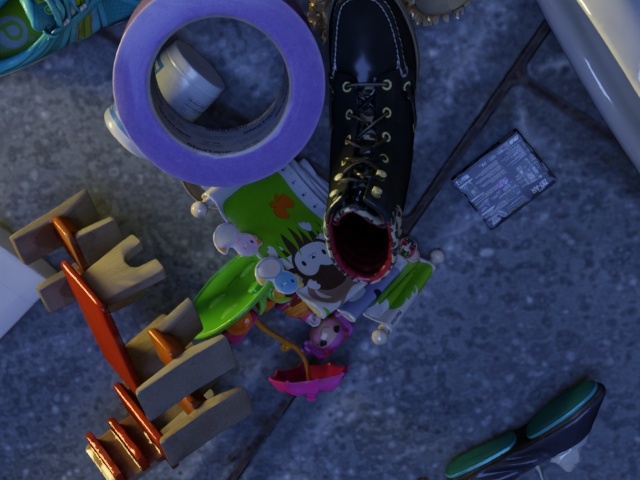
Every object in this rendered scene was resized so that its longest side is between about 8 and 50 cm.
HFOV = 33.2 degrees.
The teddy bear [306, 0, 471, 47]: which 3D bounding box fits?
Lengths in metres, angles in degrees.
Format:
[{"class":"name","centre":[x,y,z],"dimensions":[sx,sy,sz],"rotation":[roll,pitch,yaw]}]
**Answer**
[{"class":"teddy bear","centre":[0.036,-0.343,0.977],"dimensions":[0.245,0.113,0.338],"rotation":[-28,109,20]}]

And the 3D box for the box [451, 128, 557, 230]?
[{"class":"box","centre":[0.184,-0.061,1.078],"dimensions":[0.083,0.018,0.067],"rotation":[-39,99,14]}]

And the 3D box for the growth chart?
[{"class":"growth chart","centre":[0.000,0.000,1.050],"dimensions":[0.237,0.172,0.021],"rotation":[37,137,-4]}]

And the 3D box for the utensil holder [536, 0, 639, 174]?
[{"class":"utensil holder","centre":[0.399,-0.219,0.856],"dimensions":[0.385,0.327,0.328],"rotation":[-32,101,11]}]

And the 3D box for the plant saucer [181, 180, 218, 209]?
[{"class":"plant saucer","centre":[-0.103,-0.074,1.103],"dimensions":[0.083,0.015,0.083],"rotation":[1,107,5]}]

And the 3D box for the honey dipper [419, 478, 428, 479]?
[{"class":"honey dipper","centre":[0.129,0.340,1.197],"dimensions":[0.030,0.030,0.161],"rotation":[-9,102,8]}]

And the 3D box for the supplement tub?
[{"class":"supplement tub","centre":[-0.155,-0.137,1.061],"dimensions":[0.071,0.071,0.107],"rotation":[44,105,-8]}]

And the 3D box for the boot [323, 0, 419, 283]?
[{"class":"boot","centre":[0.044,-0.097,0.968],"dimensions":[0.085,0.179,0.236],"rotation":[0,128,9]}]

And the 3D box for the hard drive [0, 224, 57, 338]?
[{"class":"hard drive","centre":[-0.486,0.086,1.145],"dimensions":[0.233,0.047,0.353],"rotation":[41,105,-21]}]

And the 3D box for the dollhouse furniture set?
[{"class":"dollhouse furniture set","centre":[-0.192,0.123,1.045],"dimensions":[0.135,0.262,0.259],"rotation":[-34,140,-19]}]

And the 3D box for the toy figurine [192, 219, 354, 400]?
[{"class":"toy figurine","centre":[-0.026,0.085,1.111],"dimensions":[0.173,0.130,0.159],"rotation":[-47,113,-9]}]

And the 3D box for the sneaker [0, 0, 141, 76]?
[{"class":"sneaker","centre":[-0.237,-0.230,1.019],"dimensions":[0.275,0.110,0.107],"rotation":[-32,108,13]}]

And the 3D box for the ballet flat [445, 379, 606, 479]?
[{"class":"ballet flat","centre":[0.227,0.222,1.132],"dimensions":[0.203,0.074,0.074],"rotation":[-36,100,20]}]

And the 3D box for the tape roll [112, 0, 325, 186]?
[{"class":"tape roll","centre":[-0.092,-0.149,0.978],"dimensions":[0.189,0.080,0.189],"rotation":[-2,112,-4]}]
